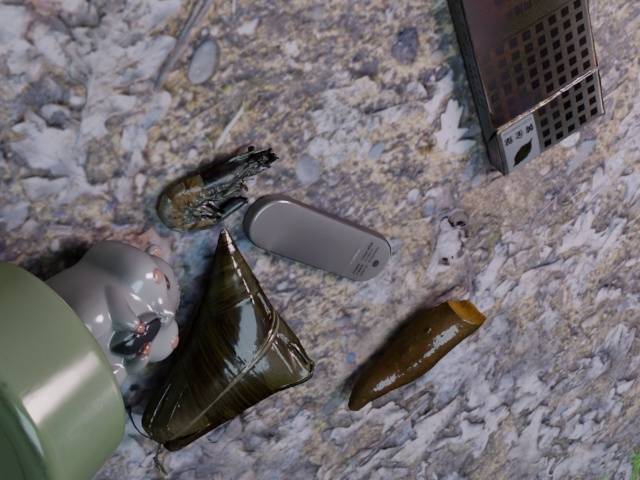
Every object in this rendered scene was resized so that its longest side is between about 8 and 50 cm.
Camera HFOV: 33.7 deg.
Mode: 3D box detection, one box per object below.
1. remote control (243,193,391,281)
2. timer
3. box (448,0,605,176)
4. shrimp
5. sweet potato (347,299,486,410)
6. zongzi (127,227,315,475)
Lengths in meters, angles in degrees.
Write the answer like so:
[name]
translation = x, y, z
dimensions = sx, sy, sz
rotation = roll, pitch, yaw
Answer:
[remote control]
translation = 0.000, 0.000, 1.408
dimensions = 0.245, 0.022, 0.077
rotation = 20, 110, -40
[timer]
translation = -0.281, 0.115, 1.178
dimensions = 0.315, 0.291, 0.290
rotation = -37, 137, -38
[box]
translation = 0.275, -0.256, 1.395
dimensions = 0.180, 0.047, 0.324
rotation = -32, 131, -10
[shrimp]
translation = -0.122, -0.061, 1.287
dimensions = 0.161, 0.034, 0.091
rotation = -30, 143, -4
[sweet potato]
translation = 0.133, 0.166, 1.575
dimensions = 0.244, 0.077, 0.077
rotation = -37, 133, 8
[zongzi]
translation = -0.166, 0.136, 1.356
dimensions = 0.248, 0.111, 0.241
rotation = -31, 114, -3
